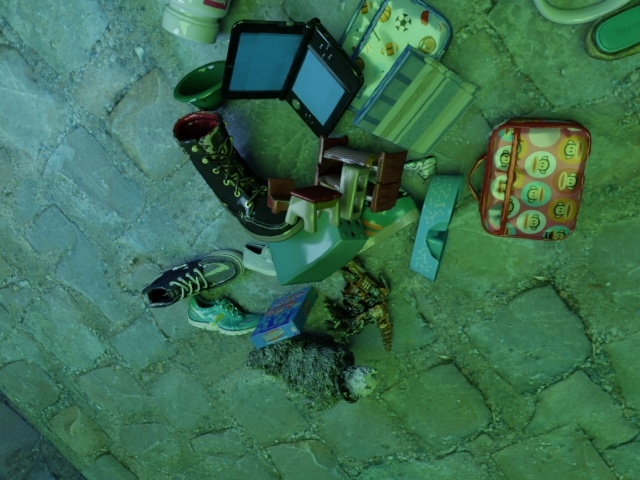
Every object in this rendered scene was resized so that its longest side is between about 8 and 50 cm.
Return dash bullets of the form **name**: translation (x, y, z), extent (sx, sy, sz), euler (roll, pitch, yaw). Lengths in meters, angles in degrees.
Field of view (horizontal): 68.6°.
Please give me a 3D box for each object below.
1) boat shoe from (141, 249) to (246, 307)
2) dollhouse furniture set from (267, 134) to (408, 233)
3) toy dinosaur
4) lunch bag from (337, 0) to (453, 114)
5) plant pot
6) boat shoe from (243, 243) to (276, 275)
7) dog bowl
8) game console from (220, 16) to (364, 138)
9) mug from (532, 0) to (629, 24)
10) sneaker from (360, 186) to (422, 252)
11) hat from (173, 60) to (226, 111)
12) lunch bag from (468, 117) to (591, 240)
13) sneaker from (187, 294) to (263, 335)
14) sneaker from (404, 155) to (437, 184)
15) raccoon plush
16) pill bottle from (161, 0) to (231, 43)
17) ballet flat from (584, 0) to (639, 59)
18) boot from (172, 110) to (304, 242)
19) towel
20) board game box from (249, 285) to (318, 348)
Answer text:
- **boat shoe**: translation (-0.406, 0.135, 1.502), extent (0.340, 0.158, 0.127), euler (-17, 109, 22)
- **dollhouse furniture set**: translation (0.024, -0.149, 1.092), extent (0.201, 0.374, 0.152), euler (22, 113, 31)
- **toy dinosaur**: translation (0.127, 0.211, 1.406), extent (0.218, 0.164, 0.322), euler (-28, 88, 10)
- **lunch bag**: translation (0.145, -0.431, 1.111), extent (0.243, 0.115, 0.303), euler (35, 118, 0)
- **plant pot**: translation (0.000, 0.000, 1.260), extent (0.234, 0.165, 0.166), euler (-31, 70, 40)
- **boat shoe**: translation (-0.155, 0.051, 1.408), extent (0.227, 0.079, 0.081), euler (9, 112, 40)
- **dog bowl**: translation (0.302, -0.035, 1.230), extent (0.074, 0.166, 0.298), euler (16, 118, 18)
- **game console**: translation (-0.077, -0.354, 1.090), extent (0.250, 0.173, 0.293), euler (50, 158, 0)
- **mug**: translation (0.506, -0.582, 0.874), extent (0.327, 0.276, 0.374), euler (-9, 143, 22)
- **sneaker**: translation (0.134, -0.046, 1.309), extent (0.302, 0.108, 0.121), euler (-32, 85, 30)
- **hat**: translation (-0.283, -0.361, 1.279), extent (0.208, 0.173, 0.184), euler (25, 154, 40)
- **lunch bag**: translation (0.497, -0.152, 1.148), extent (0.258, 0.120, 0.293), euler (6, 115, 17)
- **sneaker**: translation (-0.320, 0.248, 1.570), extent (0.275, 0.107, 0.110), euler (8, 103, 10)
- **sneaker**: translation (0.259, -0.180, 1.238), extent (0.098, 0.038, 0.069), euler (-8, 111, 19)
- **raccoon plush**: translation (-0.039, 0.345, 1.419), extent (0.299, 0.216, 0.446), euler (31, 144, -9)
- **pill bottle**: translation (-0.279, -0.630, 1.104), extent (0.160, 0.160, 0.283), euler (25, 119, 3)
- **ballet flat**: translation (0.714, -0.460, 0.939), extent (0.348, 0.123, 0.123), euler (-19, 109, 19)
- **boot**: translation (-0.213, -0.164, 1.187), extent (0.138, 0.377, 0.284), euler (-41, 134, -13)
- **towel**: translation (0.227, -0.312, 1.086), extent (0.209, 0.284, 0.034), euler (-52, 49, 29)
- **board game box**: translation (-0.108, 0.231, 1.436), extent (0.160, 0.210, 0.047), euler (-24, 105, 23)
